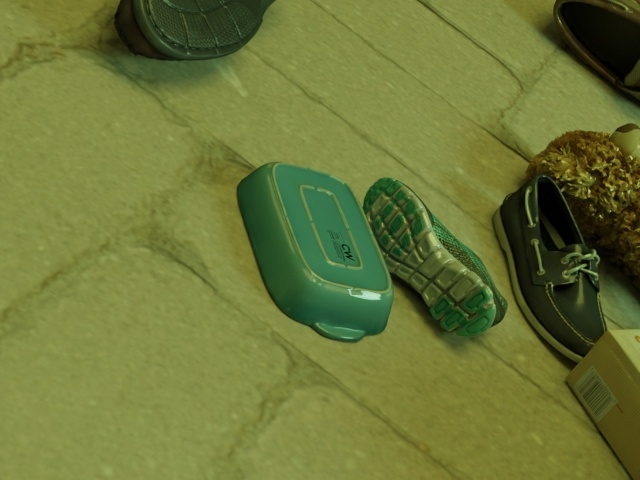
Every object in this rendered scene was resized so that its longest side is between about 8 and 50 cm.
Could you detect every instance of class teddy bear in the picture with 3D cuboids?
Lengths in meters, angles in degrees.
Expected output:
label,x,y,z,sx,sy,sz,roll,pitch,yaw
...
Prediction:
label,x,y,z,sx,sy,sz,roll,pitch,yaw
teddy bear,0.362,0.001,1.399,0.245,0.113,0.338,-10,53,-51

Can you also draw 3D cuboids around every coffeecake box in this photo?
label,x,y,z,sx,sy,sz,roll,pitch,yaw
coffeecake box,0.323,0.148,1.215,0.185,0.068,0.142,2,44,-40

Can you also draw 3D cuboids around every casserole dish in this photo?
label,x,y,z,sx,sy,sz,roll,pitch,yaw
casserole dish,0.000,0.000,1.144,0.114,0.037,0.188,12,40,-31

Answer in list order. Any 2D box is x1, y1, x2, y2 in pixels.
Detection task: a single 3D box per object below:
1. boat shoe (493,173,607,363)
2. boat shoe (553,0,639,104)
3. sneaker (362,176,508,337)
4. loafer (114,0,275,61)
label,x,y,z,sx,sy,sz,roll,pitch,yaw
boat shoe,0.215,0.022,1.281,0.075,0.065,0.206,14,38,-29
boat shoe,0.411,-0.204,1.714,0.324,0.123,0.116,38,39,16
sneaker,0.097,0.016,1.203,0.166,0.065,0.076,54,21,22
loafer,-0.108,-0.227,1.311,0.109,0.095,0.302,62,34,-15
